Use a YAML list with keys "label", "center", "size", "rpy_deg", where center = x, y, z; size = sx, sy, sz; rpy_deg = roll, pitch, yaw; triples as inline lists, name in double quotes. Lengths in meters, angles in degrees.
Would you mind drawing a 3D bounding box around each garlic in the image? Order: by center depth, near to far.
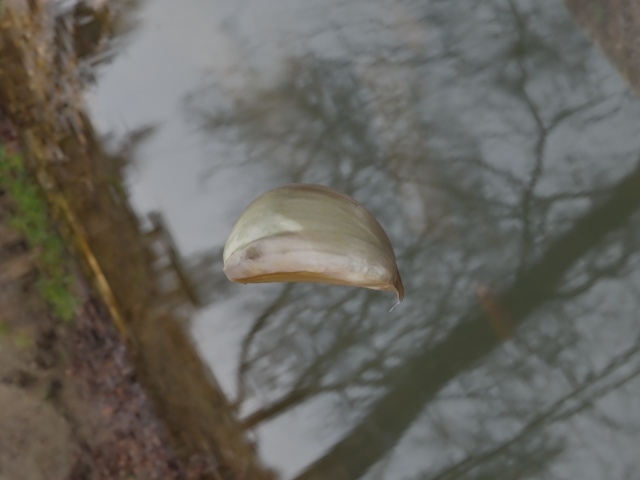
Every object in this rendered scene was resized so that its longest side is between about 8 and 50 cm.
- label: "garlic"
  center: [-0.001, 0.005, 1.557]
  size: [0.115, 0.207, 0.128]
  rpy_deg: [-50, -28, -86]
